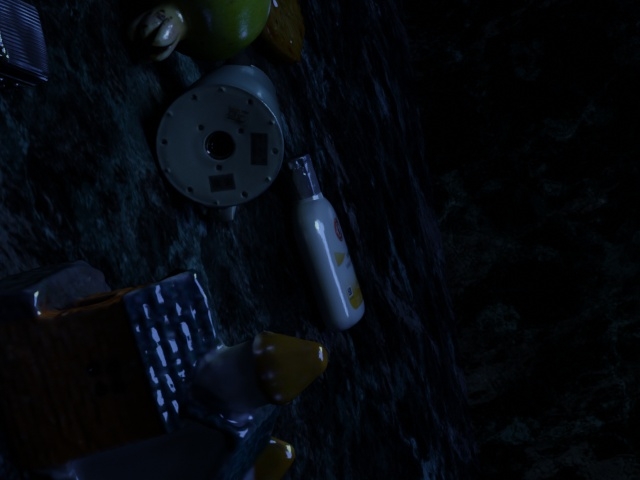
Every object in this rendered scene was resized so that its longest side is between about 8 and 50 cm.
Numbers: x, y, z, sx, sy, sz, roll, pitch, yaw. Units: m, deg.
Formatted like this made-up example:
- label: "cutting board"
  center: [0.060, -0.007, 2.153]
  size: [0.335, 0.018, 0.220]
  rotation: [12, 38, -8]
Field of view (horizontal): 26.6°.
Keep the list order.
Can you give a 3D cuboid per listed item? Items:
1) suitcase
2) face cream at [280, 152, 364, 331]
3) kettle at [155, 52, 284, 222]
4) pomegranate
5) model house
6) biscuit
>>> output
- label: "suitcase"
  center: [-0.304, -0.188, 1.269]
  size: [0.126, 0.059, 0.086]
  rotation: [7, 70, -75]
- label: "face cream"
  center: [0.000, 0.000, 2.226]
  size: [0.144, 0.071, 0.291]
  rotation: [-49, 122, -74]
- label: "kettle"
  center: [-0.119, -0.129, 1.788]
  size: [0.243, 0.160, 0.210]
  rotation: [-82, 172, -71]
- label: "pomegranate"
  center: [-0.153, -0.303, 1.747]
  size: [0.179, 0.179, 0.210]
  rotation: [58, 29, -49]
- label: "model house"
  center: [-0.118, 0.128, 1.192]
  size: [0.190, 0.301, 0.271]
  rotation: [-28, 102, -69]
- label: "biscuit"
  center: [-0.108, -0.477, 2.373]
  size: [0.359, 0.046, 0.359]
  rotation: [-15, 90, -76]
